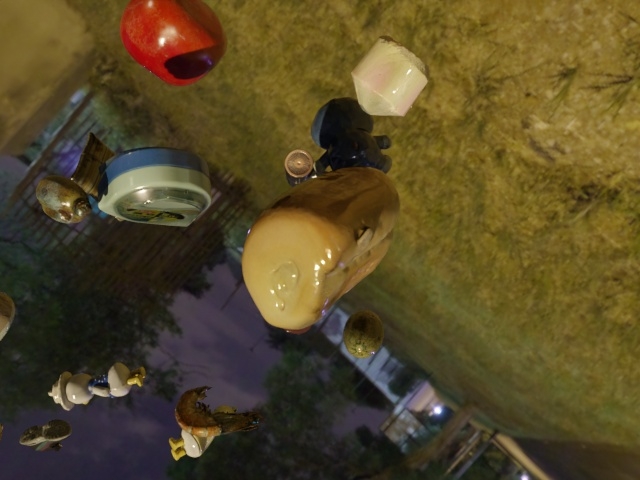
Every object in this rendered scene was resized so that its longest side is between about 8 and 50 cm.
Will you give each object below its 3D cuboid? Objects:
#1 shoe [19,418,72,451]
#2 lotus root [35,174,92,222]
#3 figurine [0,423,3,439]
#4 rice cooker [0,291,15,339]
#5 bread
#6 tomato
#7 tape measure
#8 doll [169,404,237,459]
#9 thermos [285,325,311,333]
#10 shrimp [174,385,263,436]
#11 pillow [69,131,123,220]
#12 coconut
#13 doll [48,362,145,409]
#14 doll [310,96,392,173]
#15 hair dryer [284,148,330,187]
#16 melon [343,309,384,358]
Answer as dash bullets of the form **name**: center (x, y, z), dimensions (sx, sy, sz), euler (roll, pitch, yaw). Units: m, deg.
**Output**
- **shoe**: center (-0.848, 0.626, 1.949), dimensions (0.071, 0.169, 0.099), euler (-93, -13, -51)
- **lotus root**: center (-0.611, -0.096, 1.489), dimensions (0.192, 0.088, 0.113), euler (17, 129, 36)
- **figurine**: center (-0.904, 0.479, 1.566), dimensions (0.185, 0.127, 0.234), euler (56, -168, -6)
- **rice cooker**: center (-0.868, 0.206, 1.547), dimensions (0.145, 0.206, 0.127), euler (51, 174, 38)
- **bread**: center (0.000, 0.000, 1.399), dimensions (0.253, 0.348, 0.376), euler (38, -141, 15)
- **tomato**: center (-0.474, -0.667, 2.024), dimensions (0.325, 0.293, 0.289), euler (33, -136, -51)
- **tape measure**: center (-0.403, -0.130, 1.560), dimensions (0.259, 0.138, 0.262), euler (3, 166, -38)
- **doll**: center (-0.432, 0.711, 2.332), dimensions (0.117, 0.296, 0.141), euler (11, 118, 36)
- **thermos**: center (-0.035, 0.150, 1.673), dimensions (0.232, 0.124, 0.099), euler (-59, -41, -61)
- **shrimp**: center (-0.337, 0.560, 2.049), dimensions (0.290, 0.054, 0.222), euler (6, -155, -22)
- **pillow**: center (-0.646, -0.194, 1.875), dimensions (0.212, 0.052, 0.208), euler (47, -146, -40)
- **coconut**: center (0.139, -0.333, 1.297), dimensions (0.147, 0.152, 0.147), euler (33, -166, -9)
- **doll**: center (-0.684, 0.442, 1.890), dimensions (0.138, 0.293, 0.119), euler (-103, 3, -70)
- **doll**: center (0.073, -0.282, 1.731), dimensions (0.154, 0.228, 0.258), euler (67, -177, -54)
- **hair dryer**: center (0.039, -0.210, 2.246), dimensions (0.352, 0.107, 0.189), euler (21, 171, 1)
- **melon**: center (0.104, 0.229, 1.501), dimensions (0.099, 0.099, 0.162), euler (43, -159, -7)
